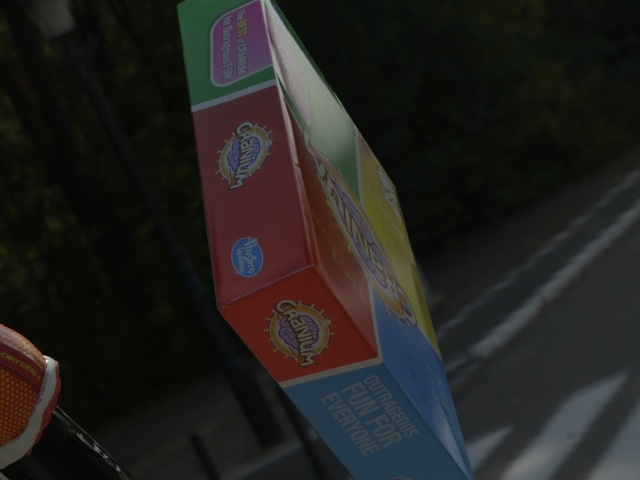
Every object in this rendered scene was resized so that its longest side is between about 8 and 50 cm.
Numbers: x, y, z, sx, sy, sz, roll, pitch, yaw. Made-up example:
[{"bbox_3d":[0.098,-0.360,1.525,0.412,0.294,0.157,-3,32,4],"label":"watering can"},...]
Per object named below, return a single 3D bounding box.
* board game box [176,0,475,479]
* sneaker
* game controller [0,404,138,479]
[{"bbox_3d":[0.000,0.000,1.188,0.064,0.242,0.316,-26,41,12],"label":"board game box"},{"bbox_3d":[-0.169,0.062,0.647,0.175,0.067,0.064,-27,37,34],"label":"sneaker"},{"bbox_3d":[-0.276,0.188,1.422,0.166,0.319,0.067,-36,32,8],"label":"game controller"}]
